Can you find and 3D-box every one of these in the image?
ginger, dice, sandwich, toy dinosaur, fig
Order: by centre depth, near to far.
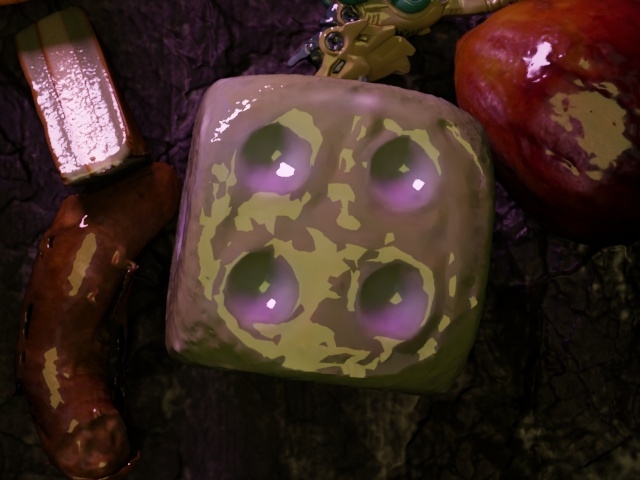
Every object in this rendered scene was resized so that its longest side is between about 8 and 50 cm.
[{"bbox_3d":[0.000,0.000,1.204,0.250,0.254,0.251,9,85,-9],"label":"dice"},{"bbox_3d":[0.245,-0.112,1.239,0.263,0.224,0.224,24,93,-9],"label":"fig"},{"bbox_3d":[-0.226,-0.136,1.262,0.079,0.113,0.163,-23,94,-1],"label":"sandwich"},{"bbox_3d":[-0.216,0.072,1.284,0.133,0.107,0.309,7,90,11],"label":"ginger"},{"bbox_3d":[0.079,-0.228,1.285,0.259,0.094,0.153,-23,96,-9],"label":"toy dinosaur"}]

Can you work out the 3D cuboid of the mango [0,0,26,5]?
[{"bbox_3d":[-0.333,-0.295,1.256,0.217,0.102,0.141,11,117,0],"label":"mango"}]
